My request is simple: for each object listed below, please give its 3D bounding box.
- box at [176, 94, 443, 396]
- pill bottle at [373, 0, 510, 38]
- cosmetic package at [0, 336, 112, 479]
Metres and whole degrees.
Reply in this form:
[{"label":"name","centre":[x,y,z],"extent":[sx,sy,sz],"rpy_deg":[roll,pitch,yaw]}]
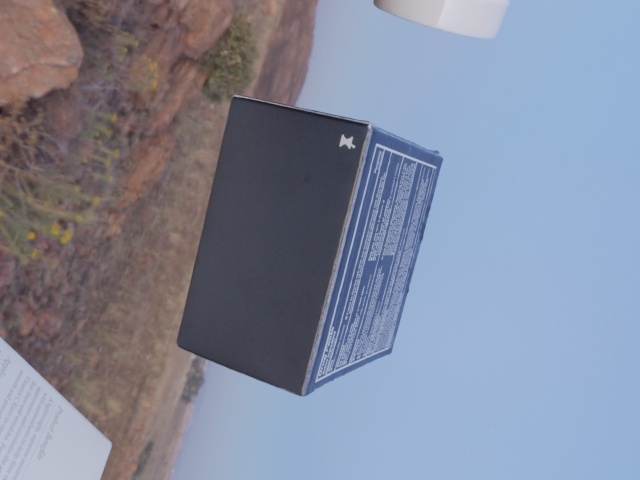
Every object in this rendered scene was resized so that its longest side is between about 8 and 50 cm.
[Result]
[{"label":"box","centre":[0.000,0.000,0.848],"extent":[0.294,0.183,0.296],"rpy_deg":[0,105,-67]},{"label":"pill bottle","centre":[0.102,-0.238,0.416],"extent":[0.117,0.118,0.208],"rpy_deg":[-85,-172,-64]},{"label":"cosmetic package","centre":[-0.303,0.195,0.563],"extent":[0.183,0.151,0.151],"rpy_deg":[58,19,-29]}]
